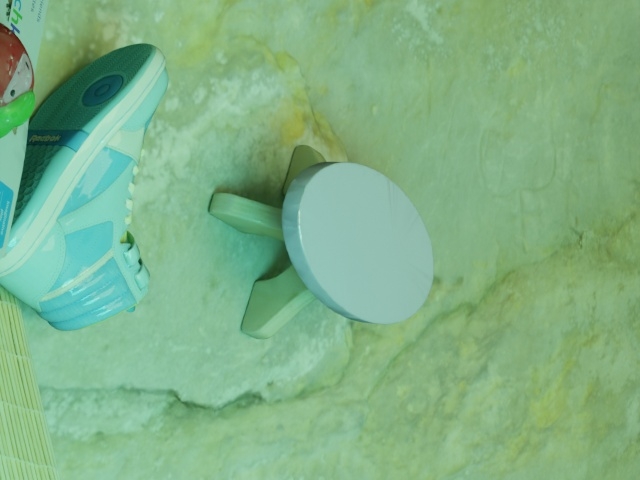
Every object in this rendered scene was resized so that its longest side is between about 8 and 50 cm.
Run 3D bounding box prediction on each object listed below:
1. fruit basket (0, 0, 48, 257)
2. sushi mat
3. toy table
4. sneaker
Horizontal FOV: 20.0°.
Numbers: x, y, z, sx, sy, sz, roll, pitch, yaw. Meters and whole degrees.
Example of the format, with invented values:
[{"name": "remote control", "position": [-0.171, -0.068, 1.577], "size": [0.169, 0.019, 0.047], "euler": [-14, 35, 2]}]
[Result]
[{"name": "fruit basket", "position": [-0.334, -0.189, 1.701], "size": [0.353, 0.165, 0.327], "euler": [43, 49, -61]}, {"name": "sushi mat", "position": [-0.330, 0.160, 1.809], "size": [0.151, 0.019, 0.316], "euler": [24, 39, -49]}, {"name": "toy table", "position": [0.000, 0.000, 2.202], "size": [0.274, 0.161, 0.252], "euler": [47, 58, -40]}, {"name": "sneaker", "position": [-0.233, -0.044, 1.964], "size": [0.319, 0.127, 0.208], "euler": [-54, 128, -20]}]
